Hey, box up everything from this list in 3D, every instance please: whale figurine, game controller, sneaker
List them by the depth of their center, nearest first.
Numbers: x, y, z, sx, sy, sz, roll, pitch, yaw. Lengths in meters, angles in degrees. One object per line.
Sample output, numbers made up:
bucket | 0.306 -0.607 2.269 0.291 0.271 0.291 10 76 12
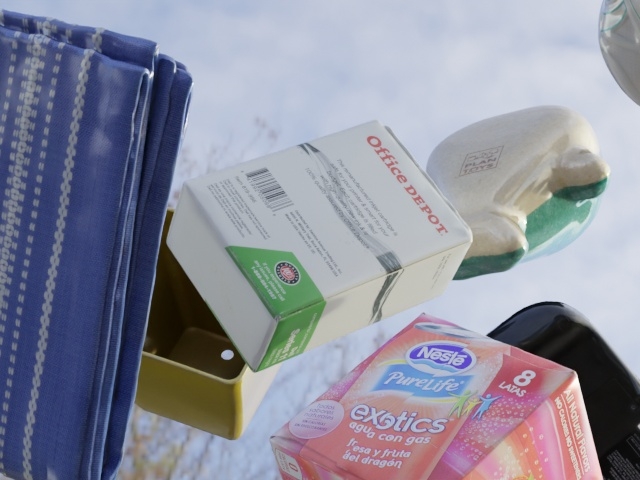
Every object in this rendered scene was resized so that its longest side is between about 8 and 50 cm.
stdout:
sneaker | 0.174 -0.124 0.781 0.054 0.061 0.152 -15 -52 -5
game controller | 0.230 0.203 1.226 0.319 0.166 0.067 52 -20 9
whale figurine | 0.181 -0.023 1.465 0.216 0.272 0.141 -13 -66 25

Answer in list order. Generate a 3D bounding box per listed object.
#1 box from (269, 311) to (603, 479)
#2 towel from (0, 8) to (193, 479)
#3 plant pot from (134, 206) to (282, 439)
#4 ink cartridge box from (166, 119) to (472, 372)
box | 0.103 0.220 1.024 0.142 0.154 0.300 20 -43 46
towel | -0.214 -0.017 0.847 0.336 0.243 0.040 18 13 36
plant pot | -0.140 0.118 1.853 0.212 0.212 0.187 16 -38 18
ink cartridge box | 0.000 0.000 1.288 0.208 0.153 0.087 -20 -29 -31
